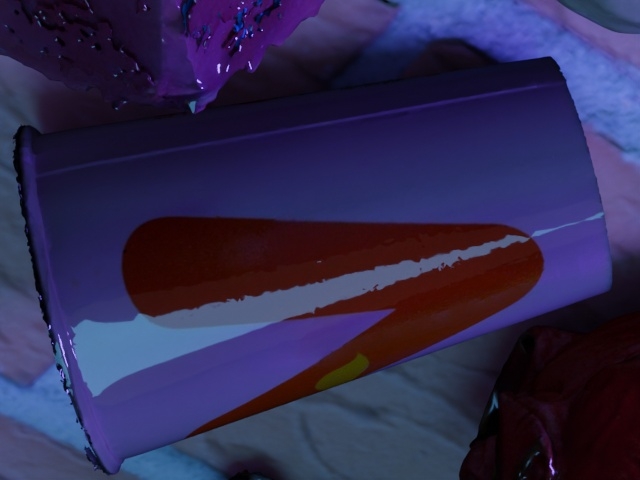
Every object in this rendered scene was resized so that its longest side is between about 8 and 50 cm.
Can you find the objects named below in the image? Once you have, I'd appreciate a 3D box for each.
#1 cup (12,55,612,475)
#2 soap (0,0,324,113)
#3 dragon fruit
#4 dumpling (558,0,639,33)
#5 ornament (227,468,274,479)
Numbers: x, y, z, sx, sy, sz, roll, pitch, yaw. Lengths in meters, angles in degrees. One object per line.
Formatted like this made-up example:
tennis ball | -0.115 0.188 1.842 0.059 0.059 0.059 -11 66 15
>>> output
cup | 0.000 0.000 1.029 0.288 0.203 0.203 -15 131 0
soap | -0.071 -0.163 0.829 0.162 0.250 0.099 0 129 -1
dragon fruit | 0.206 0.117 1.145 0.234 0.234 0.293 11 99 -13
dumpling | 0.154 -0.164 0.942 0.172 0.142 0.247 0 151 46
ornament | -0.001 0.227 1.294 0.166 0.153 0.196 -29 103 19
